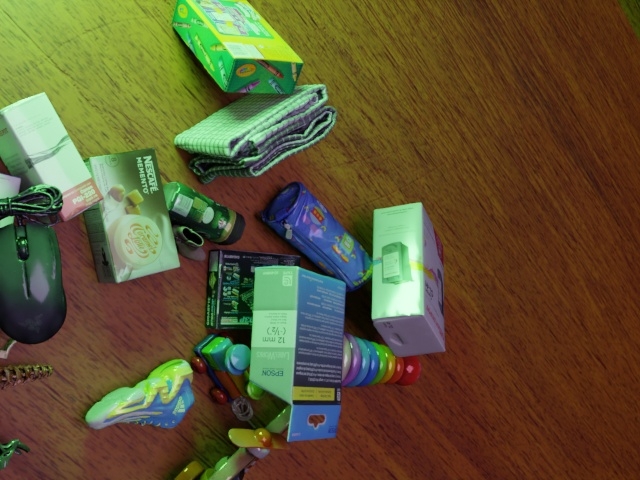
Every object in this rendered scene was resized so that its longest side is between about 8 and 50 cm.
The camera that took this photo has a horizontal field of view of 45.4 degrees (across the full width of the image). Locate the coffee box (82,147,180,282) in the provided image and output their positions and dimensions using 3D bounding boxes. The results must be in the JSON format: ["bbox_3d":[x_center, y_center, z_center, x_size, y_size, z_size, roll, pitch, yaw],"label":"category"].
[{"bbox_3d":[-0.386,-0.050,1.524,0.141,0.098,0.246,-14,96,-37],"label":"coffee box"}]

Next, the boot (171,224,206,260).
[{"bbox_3d":[-0.272,0.007,1.614,0.118,0.087,0.042,34,67,-31],"label":"boot"}]

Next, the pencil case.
[{"bbox_3d":[0.000,0.000,1.796,0.306,0.119,0.133,45,34,-26],"label":"pencil case"}]

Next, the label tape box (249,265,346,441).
[{"bbox_3d":[-0.046,0.244,1.636,0.249,0.115,0.347,24,68,-62],"label":"label tape box"}]

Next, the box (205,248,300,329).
[{"bbox_3d":[-0.148,0.114,1.724,0.220,0.051,0.175,5,84,-37],"label":"box"}]

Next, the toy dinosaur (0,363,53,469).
[{"bbox_3d":[-0.617,0.307,1.312,0.322,0.164,0.218,-29,89,-12],"label":"toy dinosaur"}]

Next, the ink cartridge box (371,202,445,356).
[{"bbox_3d":[0.215,0.097,1.848,0.226,0.131,0.306,54,32,-52],"label":"ink cartridge box"}]

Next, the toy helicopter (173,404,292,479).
[{"bbox_3d":[-0.144,0.439,1.624,0.140,0.235,0.355,42,37,11],"label":"toy helicopter"}]

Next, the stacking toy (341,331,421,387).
[{"bbox_3d":[0.128,0.303,1.877,0.330,0.141,0.141,15,79,-39],"label":"stacking toy"}]

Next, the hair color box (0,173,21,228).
[{"bbox_3d":[-0.650,0.038,1.318,0.185,0.110,0.338,14,78,-38],"label":"hair color box"}]

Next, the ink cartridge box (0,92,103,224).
[{"bbox_3d":[-0.509,-0.145,1.399,0.092,0.159,0.217,-37,110,-30],"label":"ink cartridge box"}]

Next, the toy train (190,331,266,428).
[{"bbox_3d":[-0.162,0.316,1.646,0.105,0.143,0.248,-40,111,-31],"label":"toy train"}]

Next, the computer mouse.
[{"bbox_3d":[-0.508,0.052,1.295,0.189,0.072,0.272,-13,101,-19],"label":"computer mouse"}]

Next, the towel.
[{"bbox_3d":[-0.134,-0.225,1.641,0.284,0.235,0.121,-39,119,-30],"label":"towel"}]

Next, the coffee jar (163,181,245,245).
[{"bbox_3d":[-0.253,-0.053,1.626,0.184,0.096,0.079,28,74,-33],"label":"coffee jar"}]

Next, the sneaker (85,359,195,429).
[{"bbox_3d":[-0.346,0.343,1.540,0.240,0.091,0.126,-27,104,-35],"label":"sneaker"}]

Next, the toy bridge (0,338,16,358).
[{"bbox_3d":[-0.565,0.127,1.427,0.063,0.026,0.188,21,75,-37],"label":"toy bridge"}]

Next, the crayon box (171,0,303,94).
[{"bbox_3d":[-0.178,-0.414,1.603,0.165,0.278,0.081,-6,134,-36],"label":"crayon box"}]
